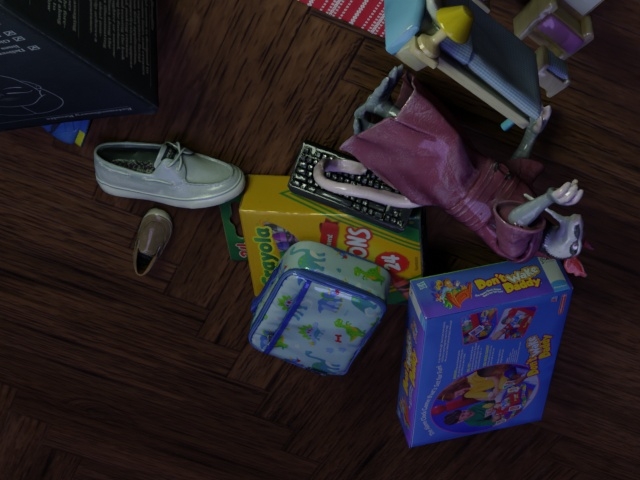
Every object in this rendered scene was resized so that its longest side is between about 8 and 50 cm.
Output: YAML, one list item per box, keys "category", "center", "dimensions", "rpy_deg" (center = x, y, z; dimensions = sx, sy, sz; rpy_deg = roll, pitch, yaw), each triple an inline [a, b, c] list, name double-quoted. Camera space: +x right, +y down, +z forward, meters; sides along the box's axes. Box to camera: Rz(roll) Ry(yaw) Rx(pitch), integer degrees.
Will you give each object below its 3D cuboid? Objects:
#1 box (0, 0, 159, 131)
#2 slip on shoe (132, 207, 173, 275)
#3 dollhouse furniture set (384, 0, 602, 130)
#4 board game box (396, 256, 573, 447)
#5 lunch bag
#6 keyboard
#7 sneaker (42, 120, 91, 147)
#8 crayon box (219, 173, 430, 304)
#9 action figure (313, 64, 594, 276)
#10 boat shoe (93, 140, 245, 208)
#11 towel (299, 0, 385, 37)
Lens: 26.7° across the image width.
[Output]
- category: "box"
  center: [-0.400, -0.282, 1.572]
  dimensions: [0.293, 0.212, 0.395]
  rpy_deg: [-6, 167, 17]
- category: "slip on shoe"
  center: [-0.268, 0.004, 2.115]
  dimensions: [0.051, 0.041, 0.135]
  rpy_deg: [21, 138, -12]
- category: "dollhouse furniture set"
  center: [0.241, -0.265, 1.493]
  dimensions: [0.286, 0.303, 0.198]
  rpy_deg: [33, 127, -24]
- category: "board game box"
  center: [0.250, 0.178, 2.115]
  dimensions: [0.233, 0.078, 0.347]
  rpy_deg: [-10, 140, -11]
- category: "lunch bag"
  center: [-0.007, 0.104, 2.020]
  dimensions: [0.176, 0.090, 0.219]
  rpy_deg: [22, 137, -10]
- category: "keyboard"
  center: [0.052, -0.090, 1.908]
  dimensions: [0.180, 0.108, 0.023]
  rpy_deg: [21, -178, 8]
- category: "sneaker"
  center: [-0.342, -0.213, 1.868]
  dimensions: [0.082, 0.069, 0.209]
  rpy_deg: [23, 137, -9]
- category: "crayon box"
  center: [0.000, 0.000, 2.027]
  dimensions: [0.318, 0.081, 0.202]
  rpy_deg: [2, 139, 10]
- category: "action figure"
  center: [0.195, -0.059, 1.756]
  dimensions: [0.370, 0.248, 0.276]
  rpy_deg: [40, 112, -3]
- category: "boat shoe"
  center: [-0.224, -0.103, 1.958]
  dimensions: [0.227, 0.079, 0.081]
  rpy_deg: [5, 143, 11]
- category: "towel"
  center: [0.064, -0.348, 1.662]
  dimensions: [0.275, 0.031, 0.199]
  rpy_deg: [21, 136, -15]
